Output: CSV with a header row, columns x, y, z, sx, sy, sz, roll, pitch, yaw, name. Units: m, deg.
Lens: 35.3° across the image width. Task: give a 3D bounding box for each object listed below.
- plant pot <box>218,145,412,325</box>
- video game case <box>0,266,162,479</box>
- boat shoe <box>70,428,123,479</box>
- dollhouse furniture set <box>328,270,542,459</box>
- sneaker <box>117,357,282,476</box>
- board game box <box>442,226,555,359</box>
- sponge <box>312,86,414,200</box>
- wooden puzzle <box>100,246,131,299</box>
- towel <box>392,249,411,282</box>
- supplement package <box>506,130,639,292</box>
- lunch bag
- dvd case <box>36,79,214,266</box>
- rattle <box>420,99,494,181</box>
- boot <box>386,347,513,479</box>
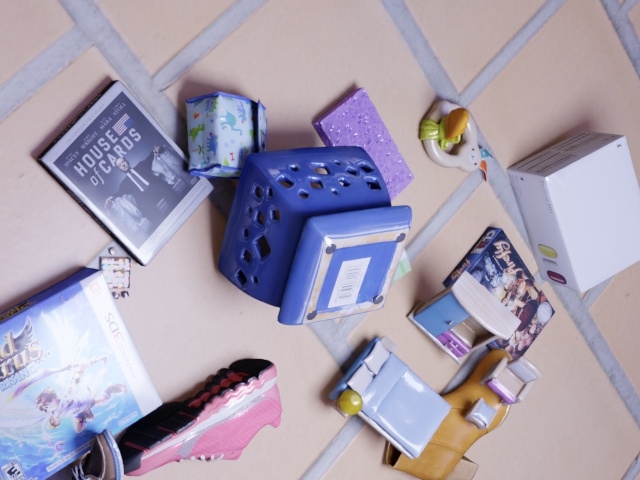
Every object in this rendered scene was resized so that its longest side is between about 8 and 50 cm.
x,y,z,sx,sy,sz,roll,pitch,yaw,name
0.000,0.000,1.626,0.236,0.212,0.236,-8,129,-35,plant pot
-0.404,0.209,1.509,0.269,0.061,0.244,-31,109,-29,video game case
-0.340,0.360,1.519,0.066,0.066,0.183,-12,132,-28,boat shoe
0.219,0.262,1.791,0.286,0.198,0.303,42,63,-1,dollhouse furniture set
-0.182,0.318,1.636,0.314,0.116,0.136,-28,110,-30,sneaker
0.366,0.117,2.037,0.165,0.042,0.243,-48,117,-22,board game box
0.082,-0.161,1.830,0.117,0.031,0.210,-43,115,-23,sponge
-0.324,0.052,1.584,0.049,0.006,0.083,2,93,-34,wooden puzzle
0.098,0.015,1.827,0.113,0.023,0.152,-30,111,-24,towel
0.534,-0.062,2.054,0.204,0.145,0.262,-27,108,-16,supplement package
-0.139,-0.166,1.643,0.151,0.096,0.129,5,82,-54,lunch bag
-0.300,-0.104,1.577,0.179,0.029,0.239,-51,119,-21,dvd case
0.299,-0.186,1.917,0.199,0.142,0.130,41,53,-23,rattle
0.249,0.323,1.937,0.211,0.104,0.295,25,84,-33,boot
